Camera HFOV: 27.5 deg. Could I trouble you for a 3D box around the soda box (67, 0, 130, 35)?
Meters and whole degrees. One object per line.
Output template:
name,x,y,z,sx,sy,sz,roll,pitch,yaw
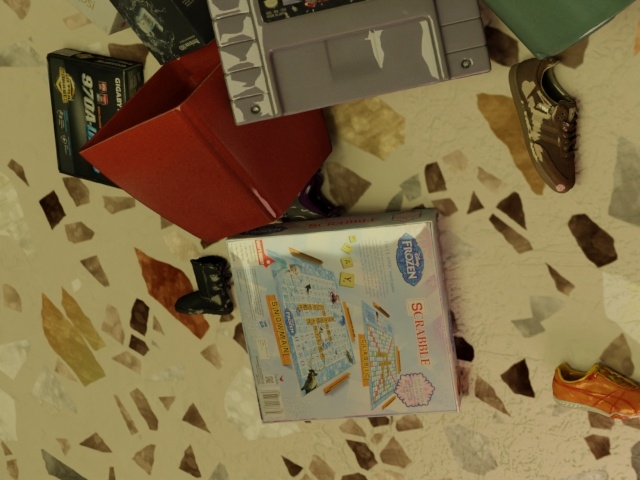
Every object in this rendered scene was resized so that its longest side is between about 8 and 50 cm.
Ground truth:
soda box,-0.387,-0.429,2.117,0.216,0.069,0.074,41,129,13

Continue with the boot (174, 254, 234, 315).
boot,-0.204,0.077,2.246,0.121,0.045,0.099,1,115,27

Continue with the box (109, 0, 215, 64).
box,-0.226,-0.364,1.968,0.158,0.093,0.156,51,152,-18

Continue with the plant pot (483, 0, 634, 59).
plant pot,0.253,-0.414,1.517,0.341,0.341,0.334,-33,98,41

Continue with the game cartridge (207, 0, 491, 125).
game cartridge,0.032,-0.300,1.749,0.355,0.068,0.230,-12,104,7

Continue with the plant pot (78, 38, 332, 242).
plant pot,-0.144,-0.151,1.951,0.267,0.267,0.235,-17,118,47

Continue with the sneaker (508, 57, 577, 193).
sneaker,0.313,-0.154,1.751,0.071,0.066,0.188,-16,102,38

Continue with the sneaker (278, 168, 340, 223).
sneaker,0.000,0.000,2.042,0.098,0.083,0.223,-20,99,35

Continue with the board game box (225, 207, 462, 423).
board game box,0.040,0.120,2.005,0.318,0.066,0.318,-5,110,13

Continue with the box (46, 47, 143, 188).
box,-0.378,-0.206,2.229,0.175,0.051,0.220,15,119,29

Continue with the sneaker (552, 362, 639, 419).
sneaker,0.410,0.213,1.863,0.175,0.064,0.067,7,106,30
